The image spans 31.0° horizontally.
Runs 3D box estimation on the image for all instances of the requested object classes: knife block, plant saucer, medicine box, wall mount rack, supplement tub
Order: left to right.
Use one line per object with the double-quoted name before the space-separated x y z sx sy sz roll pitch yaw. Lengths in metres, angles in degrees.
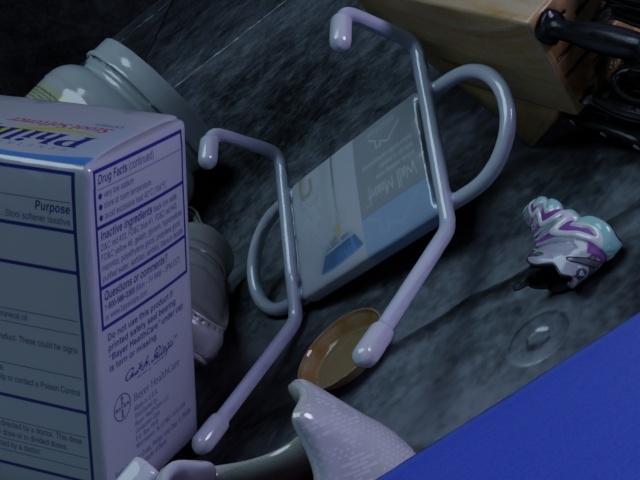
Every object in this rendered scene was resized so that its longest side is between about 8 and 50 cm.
"medicine box" -0.250 0.041 0.926 0.263 0.289 0.149 9 21 21
"supplement tub" -0.304 -0.064 1.411 0.325 0.235 0.235 -47 23 -9
"wall mount rack" 0.000 0.000 0.917 0.350 0.130 0.304 -35 51 44
"plant saucer" 0.019 0.088 0.899 0.083 0.015 0.083 -36 24 18
"knife block" 0.161 -0.175 0.851 0.088 0.275 0.242 -48 -6 -13

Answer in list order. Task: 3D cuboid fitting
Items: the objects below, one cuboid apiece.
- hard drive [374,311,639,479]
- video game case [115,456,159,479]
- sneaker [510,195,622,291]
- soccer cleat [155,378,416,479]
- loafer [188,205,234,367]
"hard drive" 0.106 0.144 0.535 0.318 0.040 0.210 -31 22 -5
"video game case" -0.147 0.234 0.749 0.173 0.022 0.190 -49 -21 -15
"sneaker" 0.152 0.008 0.789 0.069 0.038 0.098 -45 22 -7
"soccer cleat" -0.086 0.212 0.690 0.331 0.143 0.116 -41 23 5
"loafer" -0.140 0.032 1.135 0.111 0.112 0.319 -51 22 3
